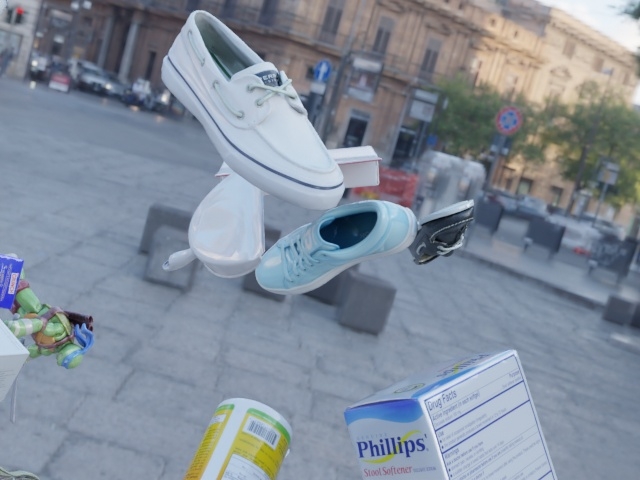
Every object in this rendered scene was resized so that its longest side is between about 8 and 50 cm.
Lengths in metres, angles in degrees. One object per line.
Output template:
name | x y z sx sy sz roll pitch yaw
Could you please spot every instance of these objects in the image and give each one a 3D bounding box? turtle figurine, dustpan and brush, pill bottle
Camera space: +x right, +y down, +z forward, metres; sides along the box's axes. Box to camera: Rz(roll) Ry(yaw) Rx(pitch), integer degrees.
turtle figurine | -0.623 0.182 1.756 0.266 0.275 0.198 53 4 21
dustpan and brush | -0.143 -0.003 1.140 0.211 0.147 0.060 -19 -32 27
pill bottle | -0.146 0.384 1.368 0.136 0.136 0.245 17 50 9

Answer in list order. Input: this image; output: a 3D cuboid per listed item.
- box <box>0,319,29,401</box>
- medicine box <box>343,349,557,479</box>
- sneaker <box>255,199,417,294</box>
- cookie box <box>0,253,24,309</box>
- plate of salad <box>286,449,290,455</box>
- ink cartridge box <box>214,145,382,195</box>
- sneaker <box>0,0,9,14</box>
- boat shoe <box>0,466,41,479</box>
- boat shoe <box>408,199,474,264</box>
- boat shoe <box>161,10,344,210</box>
box | -0.653 0.193 1.536 0.181 0.119 0.182 41 16 26
medicine box | 0.205 0.335 1.268 0.149 0.289 0.263 -21 -5 42
sneaker | 0.000 0.000 1.714 0.366 0.135 0.150 -25 -26 25
cookie box | -0.570 0.064 1.475 0.040 0.092 0.107 7 -9 44
plate of salad | -0.150 0.484 1.790 0.048 0.200 0.200 53 12 3
ink cartridge box | -0.039 -0.122 1.619 0.296 0.066 0.261 -5 12 0
sneaker | -0.679 -0.410 1.620 0.258 0.091 0.094 -17 -44 40
boat shoe | -0.517 0.438 1.455 0.095 0.095 0.257 26 -16 25
boat shoe | 0.245 -0.012 1.743 0.114 0.091 0.302 -18 -5 -9
boat shoe | -0.060 -0.117 0.745 0.226 0.076 0.083 41 38 23
